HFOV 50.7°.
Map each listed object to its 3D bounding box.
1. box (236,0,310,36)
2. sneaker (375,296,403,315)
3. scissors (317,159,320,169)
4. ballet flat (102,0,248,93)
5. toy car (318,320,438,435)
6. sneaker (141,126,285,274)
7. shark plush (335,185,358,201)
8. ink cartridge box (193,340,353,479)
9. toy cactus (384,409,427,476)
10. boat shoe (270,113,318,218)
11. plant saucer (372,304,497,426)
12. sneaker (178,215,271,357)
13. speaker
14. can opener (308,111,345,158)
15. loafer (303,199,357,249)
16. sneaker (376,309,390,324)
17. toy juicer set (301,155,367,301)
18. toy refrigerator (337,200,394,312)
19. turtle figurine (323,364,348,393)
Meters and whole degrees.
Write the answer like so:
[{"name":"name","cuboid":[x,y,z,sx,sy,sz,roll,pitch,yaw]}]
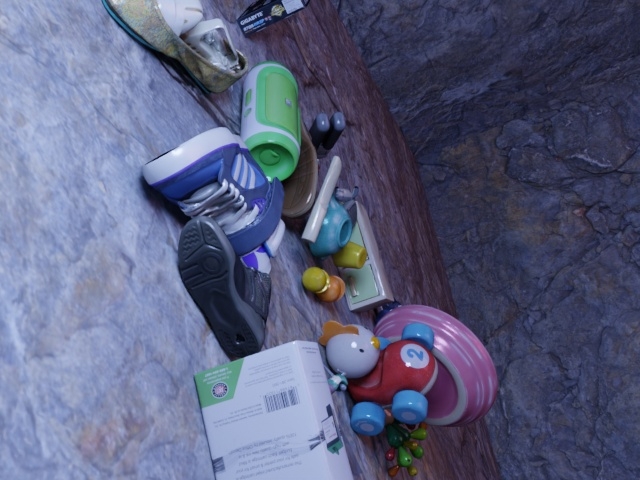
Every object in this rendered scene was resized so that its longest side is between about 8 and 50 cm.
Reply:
[{"name":"box","cuboid":[-0.112,-0.608,1.750,0.220,0.175,0.051,-79,145,-60]},{"name":"sneaker","cuboid":[0.256,0.237,1.934,0.099,0.153,0.282,15,56,-71]},{"name":"scissors","cuboid":[-0.056,-0.326,1.856,0.109,0.021,0.297,8,64,-69]},{"name":"ballet flat","cuboid":[-0.235,-0.371,1.187,0.348,0.123,0.123,33,40,-63]},{"name":"toy car","cuboid":[0.104,0.242,1.411,0.238,0.210,0.219,46,37,-26]},{"name":"sneaker","cuboid":[-0.139,-0.043,1.062,0.236,0.130,0.323,64,11,-4]},{"name":"shark plush","cuboid":[0.074,-0.094,1.992,0.161,0.073,0.067,81,24,-46]},{"name":"ink cartridge box","cuboid":[-0.060,0.262,0.900,0.092,0.160,0.219,25,47,-67]},{"name":"toy cactus","cuboid":[0.164,0.435,1.551,0.180,0.112,0.219,48,22,-6]},{"name":"boat shoe","cuboid":[-0.051,-0.167,1.523,0.123,0.123,0.342,50,19,-46]},{"name":"plant saucer","cuboid":[0.251,0.315,1.609,0.084,0.332,0.332,-36,106,-43]},{"name":"sneaker","cuboid":[-0.141,0.054,1.030,0.130,0.087,0.228,-79,147,-64]},{"name":"speaker","cuboid":[-0.107,-0.257,1.434,0.131,0.131,0.297,54,22,-41]},{"name":"can opener","cuboid":[0.005,-0.224,1.650,0.283,0.076,0.095,136,-52,-76]},{"name":"loafer","cuboid":[0.012,-0.034,1.641,0.251,0.087,0.094,-38,128,-60]},{"name":"sneaker","cuboid":[0.185,0.268,1.821,0.082,0.069,0.209,50,25,-49]},{"name":"toy juicer set","cuboid":[0.000,0.000,1.452,0.209,0.089,0.329,-58,149,-30]},{"name":"toy refrigerator","cuboid":[0.097,0.043,1.758,0.094,0.102,0.270,26,46,-67]},{"name":"turtle figurine","cuboid":[-0.028,0.294,1.050,0.234,0.118,0.175,-105,-149,-66]}]
